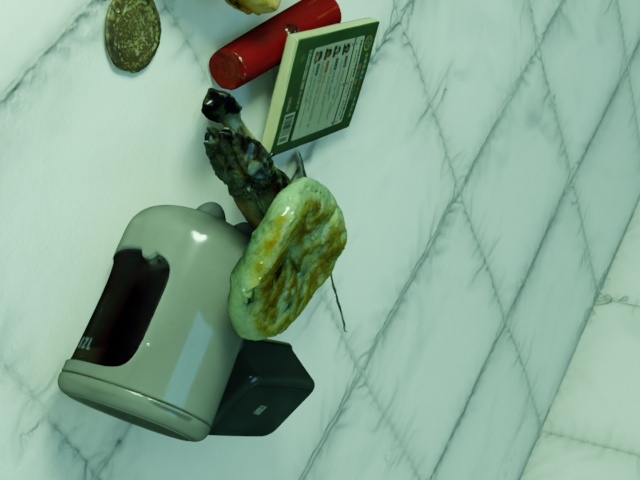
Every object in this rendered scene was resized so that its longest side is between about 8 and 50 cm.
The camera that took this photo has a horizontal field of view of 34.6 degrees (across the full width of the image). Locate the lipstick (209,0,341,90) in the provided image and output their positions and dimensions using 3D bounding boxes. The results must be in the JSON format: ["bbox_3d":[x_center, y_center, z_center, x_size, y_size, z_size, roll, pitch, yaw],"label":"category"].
[{"bbox_3d":[-0.063,-0.313,1.587,0.279,0.073,0.073,-42,132,-44],"label":"lipstick"}]

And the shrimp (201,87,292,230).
[{"bbox_3d":[-0.097,-0.113,1.409,0.272,0.085,0.445,62,3,11],"label":"shrimp"}]

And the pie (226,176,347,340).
[{"bbox_3d":[-0.040,0.024,1.330,0.240,0.054,0.240,-48,153,-35],"label":"pie"}]

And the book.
[{"bbox_3d":[0.001,-0.253,1.672,0.264,0.027,0.202,-29,140,-54],"label":"book"}]

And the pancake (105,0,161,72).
[{"bbox_3d":[-0.248,-0.278,1.366,0.115,0.011,0.115,-22,117,-52],"label":"pancake"}]

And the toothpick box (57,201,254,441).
[{"bbox_3d":[-0.187,0.096,1.381,0.229,0.229,0.316,44,61,-52],"label":"toothpick box"}]

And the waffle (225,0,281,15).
[{"bbox_3d":[-0.146,-0.461,1.356,0.327,0.098,0.224,27,83,-51],"label":"waffle"}]

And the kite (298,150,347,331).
[{"bbox_3d":[0.000,0.000,1.702,0.335,0.011,0.314,53,22,-82],"label":"kite"}]

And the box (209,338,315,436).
[{"bbox_3d":[-0.111,0.231,1.593,0.144,0.090,0.201,-47,150,14],"label":"box"}]
